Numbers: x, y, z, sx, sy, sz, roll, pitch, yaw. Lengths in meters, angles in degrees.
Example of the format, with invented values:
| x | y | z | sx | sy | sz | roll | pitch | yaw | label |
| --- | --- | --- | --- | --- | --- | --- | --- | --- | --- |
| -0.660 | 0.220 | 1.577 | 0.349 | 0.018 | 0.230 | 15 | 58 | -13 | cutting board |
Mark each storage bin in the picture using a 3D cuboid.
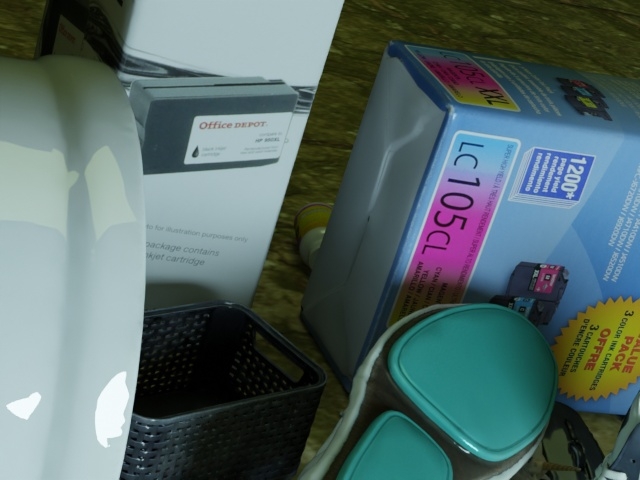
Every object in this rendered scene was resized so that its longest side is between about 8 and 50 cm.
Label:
| x | y | z | sx | sy | sz | roll | pitch | yaw | label |
| --- | --- | --- | --- | --- | --- | --- | --- | --- | --- |
| -0.100 | 0.115 | 1.166 | 0.180 | 0.084 | 0.122 | -7 | 33 | -44 | storage bin |

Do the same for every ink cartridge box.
| x | y | z | sx | sy | sz | roll | pitch | yaw | label |
| --- | --- | --- | --- | --- | --- | --- | --- | --- | --- |
| -0.122 | -0.154 | 1.344 | 0.166 | 0.395 | 0.285 | 7 | 26 | -23 | ink cartridge box |
| 0.216 | 0.000 | 1.399 | 0.395 | 0.270 | 0.151 | 5 | 29 | -25 | ink cartridge box |

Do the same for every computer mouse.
| x | y | z | sx | sy | sz | roll | pitch | yaw | label |
| --- | --- | --- | --- | --- | --- | --- | --- | --- | --- |
| 0.208 | 0.191 | 1.266 | 0.071 | 0.041 | 0.242 | 7 | 27 | -25 | computer mouse |

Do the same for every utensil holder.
| x | y | z | sx | sy | sz | roll | pitch | yaw | label |
| --- | --- | --- | --- | --- | --- | --- | --- | --- | --- |
| -0.324 | 0.039 | 0.888 | 0.385 | 0.327 | 0.327 | 6 | 27 | -22 | utensil holder |

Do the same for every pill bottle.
| x | y | z | sx | sy | sz | roll | pitch | yaw | label |
| --- | --- | --- | --- | --- | --- | --- | --- | --- | --- |
| 0.000 | 0.000 | 1.528 | 0.043 | 0.043 | 0.083 | 12 | 24 | -12 | pill bottle |

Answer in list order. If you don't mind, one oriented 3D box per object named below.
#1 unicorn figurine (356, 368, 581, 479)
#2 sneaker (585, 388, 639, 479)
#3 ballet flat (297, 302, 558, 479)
| x | y | z | sx | sy | sz | roll | pitch | yaw | label |
| --- | --- | --- | --- | --- | --- | --- | --- | --- | --- |
| 0.111 | 0.140 | 1.281 | 0.162 | 0.060 | 0.111 | -4 | 64 | 0 | unicorn figurine |
| 0.200 | 0.157 | 1.116 | 0.235 | 0.153 | 0.094 | -3 | 13 | 28 | sneaker |
| 0.048 | 0.154 | 1.125 | 0.139 | 0.139 | 0.400 | 24 | 26 | 13 | ballet flat |
